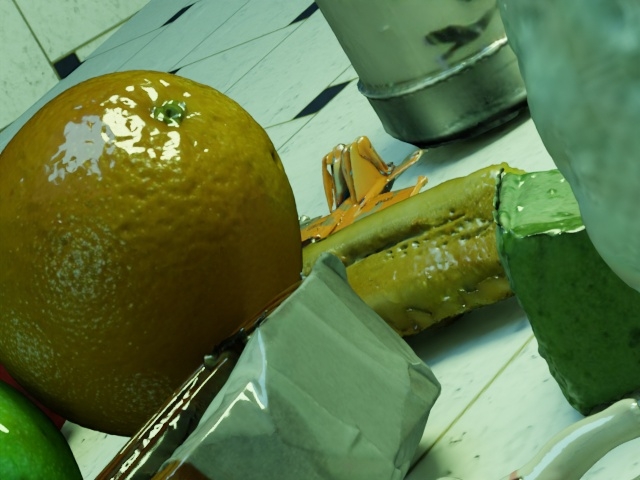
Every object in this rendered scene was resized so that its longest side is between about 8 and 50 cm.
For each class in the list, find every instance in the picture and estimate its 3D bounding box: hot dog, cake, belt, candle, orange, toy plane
[{"bbox_3d":[0.024,0.032,1.138,0.289,0.068,0.083,-24,61,42],"label":"hot dog"},{"bbox_3d":[0.203,0.004,0.893,0.235,0.099,0.100,-10,21,13],"label":"cake"},{"bbox_3d":[-0.040,0.115,0.909,0.184,0.105,0.261,-42,3,41],"label":"belt"},{"bbox_3d":[0.063,-0.235,1.387,0.187,0.330,0.187,-27,19,10],"label":"candle"},{"bbox_3d":[-0.101,0.005,1.088,0.206,0.206,0.206,-34,15,10],"label":"orange"},{"bbox_3d":[0.008,0.008,1.298,0.135,0.062,0.188,-21,36,47],"label":"toy plane"}]

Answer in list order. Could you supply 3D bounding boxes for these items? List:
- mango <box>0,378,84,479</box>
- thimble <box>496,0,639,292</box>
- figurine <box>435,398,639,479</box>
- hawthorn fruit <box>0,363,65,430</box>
[{"bbox_3d":[-0.278,0.153,1.143,0.382,0.225,0.201,-12,1,42],"label":"mango"},{"bbox_3d":[0.216,-0.096,0.698,0.195,0.291,0.291,-25,19,42],"label":"thimble"},{"bbox_3d":[0.062,0.128,0.770,0.187,0.083,0.083,-39,13,17],"label":"figurine"},{"bbox_3d":[-0.276,0.066,1.397,0.300,0.254,0.254,-34,15,0],"label":"hawthorn fruit"}]
